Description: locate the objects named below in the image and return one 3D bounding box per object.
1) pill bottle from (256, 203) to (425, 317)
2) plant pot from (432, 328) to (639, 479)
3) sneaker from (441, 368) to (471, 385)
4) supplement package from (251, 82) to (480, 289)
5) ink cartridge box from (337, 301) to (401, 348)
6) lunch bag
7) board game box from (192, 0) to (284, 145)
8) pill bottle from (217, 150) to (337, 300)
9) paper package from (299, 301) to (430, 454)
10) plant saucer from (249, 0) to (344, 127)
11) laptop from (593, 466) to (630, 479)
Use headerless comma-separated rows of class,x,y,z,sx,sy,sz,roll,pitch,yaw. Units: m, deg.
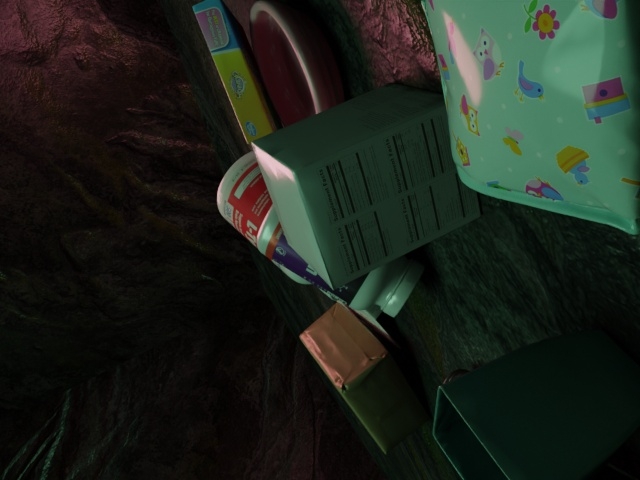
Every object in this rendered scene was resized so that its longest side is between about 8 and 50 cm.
pill bottle,0.043,0.021,1.209,0.323,0.181,0.181,31,161,6
plant pot,0.288,0.224,0.737,0.165,0.234,0.165,54,164,36
sneaker,0.330,0.384,1.175,0.147,0.105,0.295,-161,52,-74
supplement package,0.068,-0.095,0.911,0.199,0.263,0.198,42,154,59
ink cartridge box,0.096,0.159,1.656,0.261,0.066,0.296,45,171,-25
lunch bag,0.203,-0.154,0.534,0.262,0.160,0.223,31,146,56
board game box,-0.175,-0.369,1.361,0.242,0.064,0.316,-45,-67,-83
pill bottle,-0.053,-0.039,1.470,0.408,0.229,0.229,39,156,29
paper package,0.121,0.385,1.674,0.324,0.168,0.309,58,172,-33
plant saucer,-0.044,-0.351,1.252,0.332,0.084,0.332,58,164,26
laptop,0.385,0.400,0.905,0.264,0.137,0.234,66,167,-10
